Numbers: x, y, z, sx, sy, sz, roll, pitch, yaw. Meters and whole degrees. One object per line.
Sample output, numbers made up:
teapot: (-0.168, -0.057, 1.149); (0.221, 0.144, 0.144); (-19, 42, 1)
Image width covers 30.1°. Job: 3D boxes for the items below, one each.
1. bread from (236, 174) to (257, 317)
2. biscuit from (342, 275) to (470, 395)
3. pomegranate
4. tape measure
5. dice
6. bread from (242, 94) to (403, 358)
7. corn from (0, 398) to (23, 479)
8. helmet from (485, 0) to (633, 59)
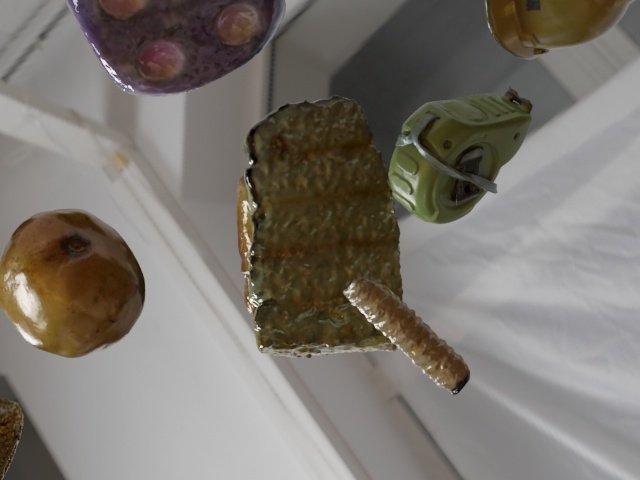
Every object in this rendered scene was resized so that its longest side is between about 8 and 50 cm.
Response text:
bread: (-0.076, 0.009, 2.273); (0.132, 0.166, 0.294); (-74, -17, -64)
biscuit: (0.123, 0.128, 1.649); (0.055, 0.219, 0.061); (-49, 4, -15)
pomegranate: (-0.306, 0.059, 1.441); (0.196, 0.196, 0.196); (-32, -19, -13)
tape measure: (0.173, -0.105, 1.544); (0.200, 0.106, 0.175); (-13, -50, -44)
dice: (-0.222, -0.383, 1.642); (0.270, 0.270, 0.271); (-27, -47, -2)
bread: (-0.001, -0.007, 1.903); (0.239, 0.395, 0.264); (-5, -9, -2)
corn: (-0.505, 0.347, 1.673); (0.106, 0.106, 0.293); (0, -57, -60)
helmet: (0.302, -0.314, 1.393); (0.257, 0.140, 0.205); (-26, -63, -58)
